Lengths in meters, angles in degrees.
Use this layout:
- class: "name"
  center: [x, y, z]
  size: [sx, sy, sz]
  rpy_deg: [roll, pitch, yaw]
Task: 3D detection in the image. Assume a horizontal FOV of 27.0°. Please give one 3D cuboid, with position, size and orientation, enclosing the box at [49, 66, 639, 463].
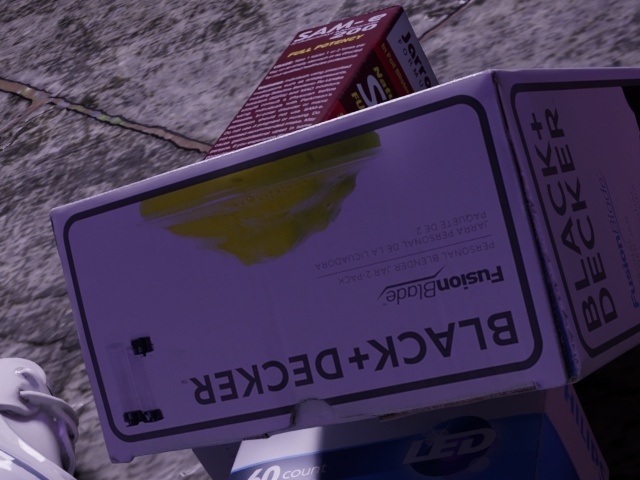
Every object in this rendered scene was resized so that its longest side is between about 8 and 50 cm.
- class: "box"
  center: [0.061, -0.003, 0.504]
  size: [0.169, 0.087, 0.290]
  rpy_deg: [-14, -1, 33]

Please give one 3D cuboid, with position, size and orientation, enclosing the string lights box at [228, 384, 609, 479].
- class: "string lights box"
  center: [0.018, 0.152, 0.442]
  size: [0.133, 0.076, 0.259]
  rpy_deg: [-15, 30, 24]

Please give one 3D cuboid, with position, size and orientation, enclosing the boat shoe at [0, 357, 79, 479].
- class: "boat shoe"
  center: [-0.173, 0.099, 0.696]
  size: [0.084, 0.095, 0.258]
  rpy_deg: [-45, 32, -21]

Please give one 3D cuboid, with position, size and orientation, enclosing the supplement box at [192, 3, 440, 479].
- class: "supplement box"
  center: [0.000, 0.000, 0.666]
  size: [0.073, 0.130, 0.239]
  rpy_deg: [-10, 33, 33]
